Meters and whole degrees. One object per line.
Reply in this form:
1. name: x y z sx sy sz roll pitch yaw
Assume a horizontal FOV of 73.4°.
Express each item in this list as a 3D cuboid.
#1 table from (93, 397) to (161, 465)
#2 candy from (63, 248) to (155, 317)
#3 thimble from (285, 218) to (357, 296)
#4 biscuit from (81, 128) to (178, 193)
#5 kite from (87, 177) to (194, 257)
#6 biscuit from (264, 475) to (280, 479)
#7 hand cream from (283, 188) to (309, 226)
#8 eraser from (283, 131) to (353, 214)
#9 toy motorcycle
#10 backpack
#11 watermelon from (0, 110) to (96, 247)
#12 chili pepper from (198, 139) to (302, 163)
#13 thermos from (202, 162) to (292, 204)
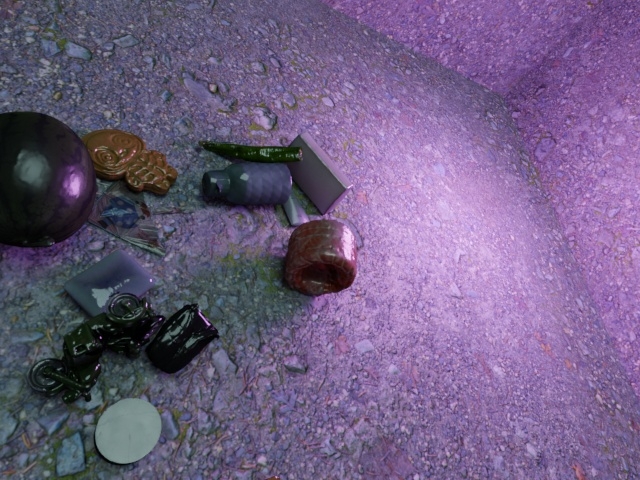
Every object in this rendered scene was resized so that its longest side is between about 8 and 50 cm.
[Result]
1. table: -0.424 0.420 0.946 0.134 0.043 0.133 17 51 -22
2. candy: -0.526 0.111 1.079 0.138 0.071 0.174 43 45 1
3. thimble: 0.002 0.060 1.354 0.239 0.239 0.162 18 49 -22
4. biscuit: -0.581 -0.242 1.306 0.289 0.044 0.202 30 46 -4
5. kite: -0.526 -0.088 1.263 0.314 0.011 0.335 -11 66 -38
6. biscuit: -0.174 0.653 0.956 0.255 0.029 0.172 -3 61 -35
7. hand cream: -0.118 -0.163 1.561 0.079 0.048 0.255 -14 70 -33
8. eraser: -0.019 -0.246 1.593 0.270 0.174 0.095 50 48 7
9. toy motorcycle: -0.479 0.230 0.936 0.127 0.205 0.275 46 49 12
10. backpack: -0.353 0.246 1.076 0.165 0.106 0.120 -40 107 -28
11. watermelon: -0.681 -0.135 1.010 0.279 0.279 0.359 2 61 -32
12. chili pepper: -0.242 -0.309 1.505 0.359 0.076 0.084 4 42 -1
13. thermos: -0.254 -0.196 1.436 0.287 0.144 0.182 -4 29 -34
